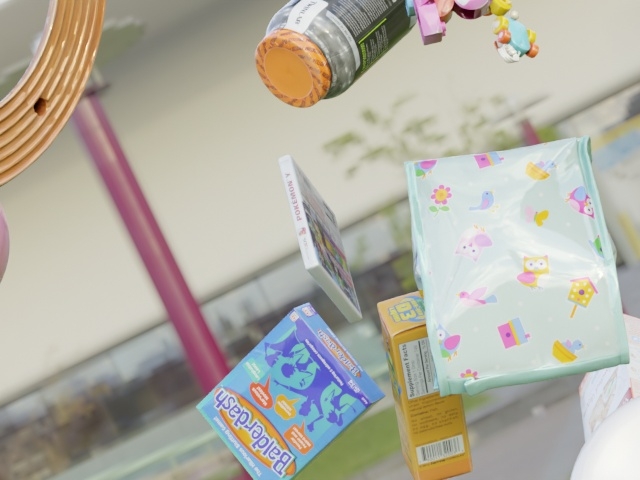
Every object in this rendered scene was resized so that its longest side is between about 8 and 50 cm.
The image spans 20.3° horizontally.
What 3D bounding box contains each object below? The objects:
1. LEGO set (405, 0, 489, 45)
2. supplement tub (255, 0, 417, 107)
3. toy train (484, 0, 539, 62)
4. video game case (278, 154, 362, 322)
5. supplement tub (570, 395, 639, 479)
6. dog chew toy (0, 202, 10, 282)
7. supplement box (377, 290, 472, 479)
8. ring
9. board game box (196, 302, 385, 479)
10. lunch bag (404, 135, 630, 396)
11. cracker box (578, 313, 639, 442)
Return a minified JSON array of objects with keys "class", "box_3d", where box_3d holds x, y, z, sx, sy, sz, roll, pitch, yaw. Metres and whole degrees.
[{"class":"LEGO set","box_3d":[0.084,-0.231,1.126,0.093,0.227,0.087,-13,-12,0]},{"class":"supplement tub","box_3d":[0.017,-0.235,1.998,0.190,0.117,0.117,-45,9,-38]},{"class":"toy train","box_3d":[0.205,-0.286,2.292,0.125,0.166,0.046,-22,-18,-50]},{"class":"video game case","box_3d":[0.000,0.000,2.518,0.023,0.183,0.201,-20,-30,10]},{"class":"supplement tub","box_3d":[0.389,0.305,1.820,0.235,0.235,0.325,-26,-30,3]},{"class":"dog chew toy","box_3d":[-0.459,-0.029,1.864,0.206,0.206,0.332,-26,-28,2]},{"class":"supplement box","box_3d":[0.125,0.176,2.133,0.080,0.233,0.078,-13,31,-7]},{"class":"ring","box_3d":[-0.277,-0.195,1.302,0.032,0.337,0.336,7,17,34]},{"class":"board game box","box_3d":[-0.041,0.209,2.319,0.210,0.160,0.047,-46,-13,26]},{"class":"lunch bag","box_3d":[0.216,0.038,1.975,0.223,0.262,0.160,-9,-23,4]},{"class":"cracker box","box_3d":[0.444,0.236,2.625,0.232,0.067,0.156,-86,15,-58]}]
